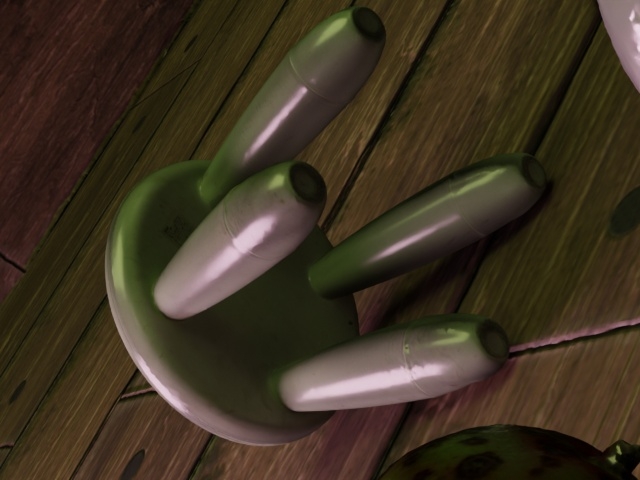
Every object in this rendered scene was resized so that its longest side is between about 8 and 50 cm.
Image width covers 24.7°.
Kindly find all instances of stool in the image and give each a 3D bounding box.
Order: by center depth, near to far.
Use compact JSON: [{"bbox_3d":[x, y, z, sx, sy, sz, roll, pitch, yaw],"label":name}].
[{"bbox_3d":[0.000,0.000,0.882,0.198,0.195,0.195,-35,25,39],"label":"stool"}]

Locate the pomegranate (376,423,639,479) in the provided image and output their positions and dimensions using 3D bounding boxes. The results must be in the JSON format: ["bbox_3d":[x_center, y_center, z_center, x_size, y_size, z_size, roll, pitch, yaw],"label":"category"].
[{"bbox_3d":[0.071,0.151,0.540,0.148,0.148,0.169,-93,13,-64],"label":"pomegranate"}]

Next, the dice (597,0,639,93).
[{"bbox_3d":[0.226,-0.124,0.530,0.194,0.193,0.192,-28,35,54],"label":"dice"}]
